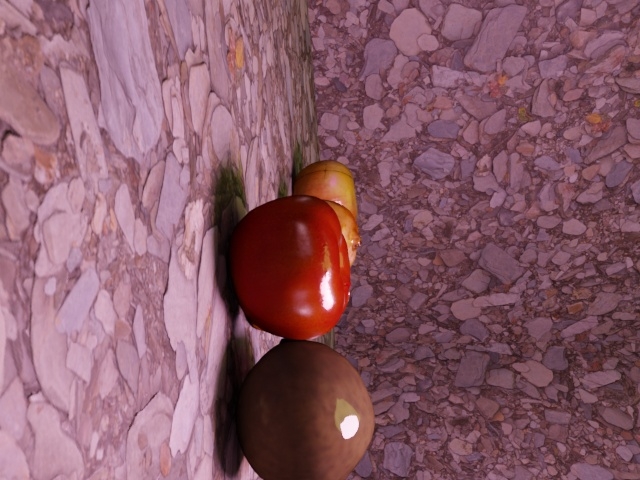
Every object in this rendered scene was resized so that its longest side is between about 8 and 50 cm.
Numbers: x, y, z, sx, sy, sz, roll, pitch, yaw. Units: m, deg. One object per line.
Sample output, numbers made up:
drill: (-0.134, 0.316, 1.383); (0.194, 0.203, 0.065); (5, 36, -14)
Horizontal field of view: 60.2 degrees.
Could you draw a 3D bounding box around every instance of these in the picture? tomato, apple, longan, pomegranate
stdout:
tomato: (-0.063, 0.045, 1.083); (0.298, 0.226, 0.299); (-2, 90, -78)
apple: (0.016, -0.156, 2.061); (0.286, 0.232, 0.286); (-7, 90, -86)
longan: (-0.035, 0.337, 1.089); (0.350, 0.288, 0.289); (-170, -102, -89)
pomegranate: (0.000, 0.000, 1.687); (0.264, 0.263, 0.265); (-2, 90, -85)

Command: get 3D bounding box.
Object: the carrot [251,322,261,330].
carrot: (-0.041, 0.101, 1.333); (0.214, 0.193, 0.332); (60, 29, -47)
